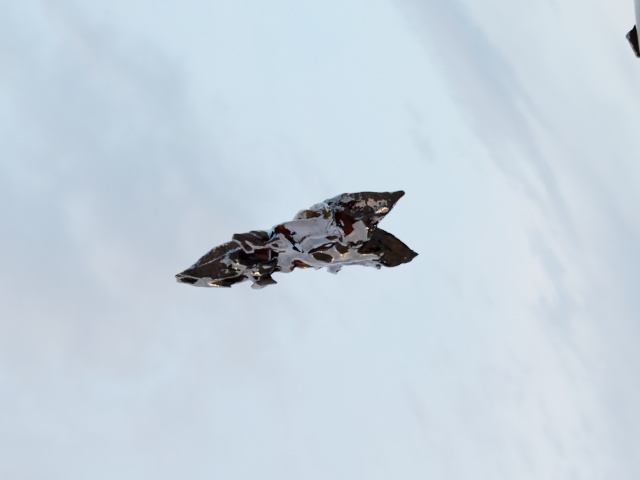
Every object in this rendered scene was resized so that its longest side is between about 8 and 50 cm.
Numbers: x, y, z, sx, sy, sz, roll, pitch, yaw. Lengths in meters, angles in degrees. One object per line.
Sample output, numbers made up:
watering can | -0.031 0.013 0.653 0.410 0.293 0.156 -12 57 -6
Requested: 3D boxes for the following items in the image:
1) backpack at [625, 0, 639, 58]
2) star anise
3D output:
backpack | 0.490 -0.224 1.071 0.201 0.378 0.353 -8 -111 -44
star anise | -0.001 -0.004 0.915 0.212 0.157 0.053 1 -117 -28
